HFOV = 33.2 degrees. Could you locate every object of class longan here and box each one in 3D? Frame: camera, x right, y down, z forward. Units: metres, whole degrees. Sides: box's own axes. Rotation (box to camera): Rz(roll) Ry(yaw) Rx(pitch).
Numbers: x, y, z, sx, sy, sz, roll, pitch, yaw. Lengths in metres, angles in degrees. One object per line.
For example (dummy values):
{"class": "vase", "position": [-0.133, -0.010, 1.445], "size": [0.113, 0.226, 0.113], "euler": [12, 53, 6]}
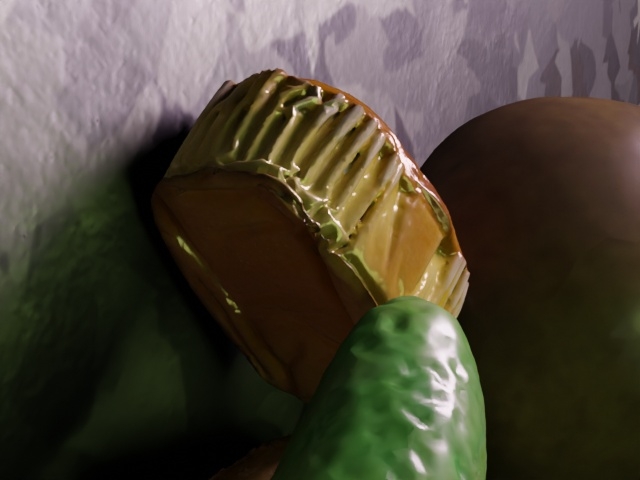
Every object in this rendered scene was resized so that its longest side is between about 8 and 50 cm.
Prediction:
{"class": "longan", "position": [0.163, 0.049, 0.753], "size": [0.297, 0.297, 0.297], "euler": [-17, 110, -56]}

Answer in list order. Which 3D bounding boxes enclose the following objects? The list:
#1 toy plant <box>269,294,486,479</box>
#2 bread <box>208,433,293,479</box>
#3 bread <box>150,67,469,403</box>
{"class": "toy plant", "position": [-0.061, 0.166, 0.378], "size": [0.356, 0.210, 0.317], "euler": [-4, 64, -21]}
{"class": "bread", "position": [-0.009, 0.253, 0.611], "size": [0.305, 0.159, 0.305], "euler": [-10, 103, -52]}
{"class": "bread", "position": [0.000, 0.000, 0.590], "size": [0.190, 0.132, 0.114], "euler": [54, 52, -33]}
